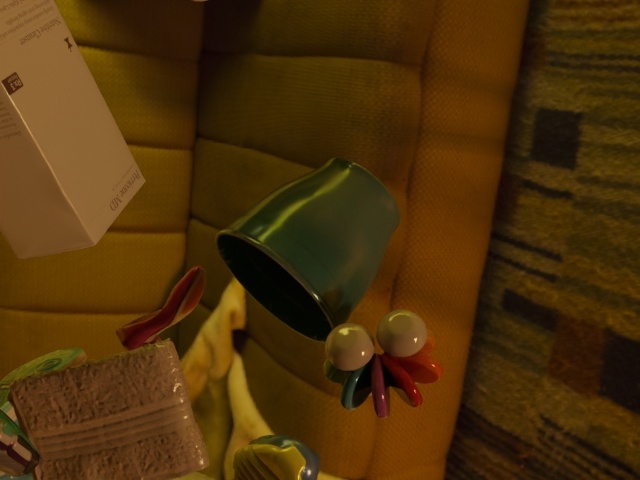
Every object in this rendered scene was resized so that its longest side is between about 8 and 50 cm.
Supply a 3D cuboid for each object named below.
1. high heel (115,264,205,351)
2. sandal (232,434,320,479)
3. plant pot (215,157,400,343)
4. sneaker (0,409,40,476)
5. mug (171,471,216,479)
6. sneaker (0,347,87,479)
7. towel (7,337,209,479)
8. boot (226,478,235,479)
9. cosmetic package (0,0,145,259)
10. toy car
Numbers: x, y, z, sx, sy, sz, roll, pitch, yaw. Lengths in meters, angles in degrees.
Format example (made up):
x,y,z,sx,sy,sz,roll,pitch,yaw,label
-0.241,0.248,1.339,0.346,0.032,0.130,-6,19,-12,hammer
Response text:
x,y,z,sx,sy,sz,roll,pitch,yaw,label
-0.313,0.126,1.305,0.117,0.082,0.244,36,115,12,high heel
-0.057,0.361,1.033,0.126,0.138,0.317,53,150,17,sandal
0.000,0.000,1.197,0.271,0.255,0.271,36,157,18,plant pot
-0.336,0.146,0.541,0.083,0.098,0.224,11,145,50,sneaker
-0.313,0.695,1.458,0.374,0.276,0.328,-58,30,-10,mug
-0.548,0.363,1.291,0.127,0.319,0.208,-5,114,32,sneaker
-0.305,0.256,0.945,0.282,0.049,0.187,-17,90,17,towel
-0.210,0.529,1.148,0.088,0.244,0.176,-6,87,46,boot
-0.444,-0.187,1.018,0.217,0.156,0.385,-75,-32,-53,cosmetic package
0.097,0.200,1.020,0.159,0.182,0.136,70,-174,-53,toy car
